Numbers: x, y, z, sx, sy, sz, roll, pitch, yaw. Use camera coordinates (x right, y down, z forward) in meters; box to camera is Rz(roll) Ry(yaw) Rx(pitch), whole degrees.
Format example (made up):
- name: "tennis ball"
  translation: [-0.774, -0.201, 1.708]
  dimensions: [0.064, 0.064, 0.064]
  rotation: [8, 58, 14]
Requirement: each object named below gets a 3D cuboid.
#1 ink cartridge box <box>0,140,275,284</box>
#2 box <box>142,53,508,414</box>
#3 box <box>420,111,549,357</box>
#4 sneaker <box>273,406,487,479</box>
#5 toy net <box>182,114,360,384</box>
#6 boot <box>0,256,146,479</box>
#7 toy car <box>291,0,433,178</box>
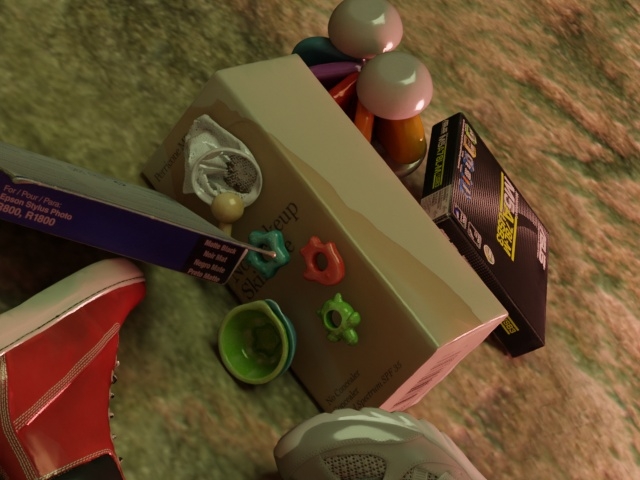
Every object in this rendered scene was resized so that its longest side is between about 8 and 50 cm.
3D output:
- name: "ink cartridge box"
  translation: [-0.178, -0.023, 1.222]
  dimensions: [0.223, 0.045, 0.224]
  rotation: [18, 4, -30]
- name: "box"
  translation: [0.000, 0.000, 1.385]
  dimensions: [0.311, 0.148, 0.121]
  rotation: [50, 36, 15]
- name: "box"
  translation: [0.168, -0.008, 1.592]
  dimensions: [0.184, 0.045, 0.191]
  rotation: [50, 29, -24]
- name: "sneaker"
  translation: [0.088, 0.228, 1.255]
  dimensions: [0.281, 0.105, 0.115]
  rotation: [29, 36, -18]
- name: "toy net"
  translation: [-0.057, -0.003, 1.313]
  dimensions: [0.045, 0.122, 0.232]
  rotation: [-12, 77, -58]
- name: "boot"
  translation: [-0.170, 0.118, 1.160]
  dimensions: [0.176, 0.088, 0.244]
  rotation: [56, 28, -3]
- name: "toy car"
  translation: [0.030, -0.145, 1.597]
  dimensions: [0.136, 0.159, 0.182]
  rotation: [-17, 59, -10]
